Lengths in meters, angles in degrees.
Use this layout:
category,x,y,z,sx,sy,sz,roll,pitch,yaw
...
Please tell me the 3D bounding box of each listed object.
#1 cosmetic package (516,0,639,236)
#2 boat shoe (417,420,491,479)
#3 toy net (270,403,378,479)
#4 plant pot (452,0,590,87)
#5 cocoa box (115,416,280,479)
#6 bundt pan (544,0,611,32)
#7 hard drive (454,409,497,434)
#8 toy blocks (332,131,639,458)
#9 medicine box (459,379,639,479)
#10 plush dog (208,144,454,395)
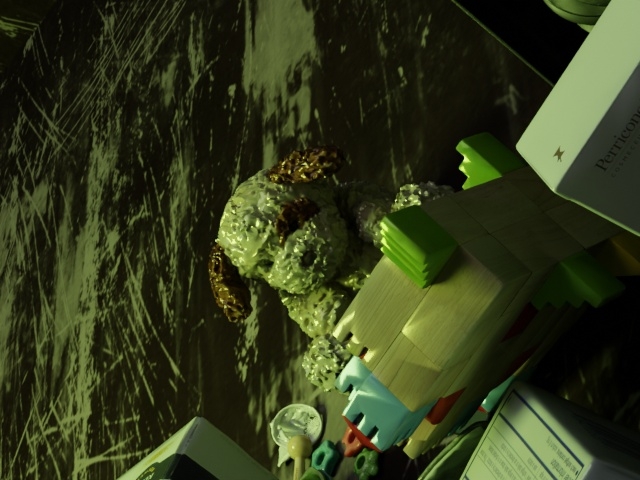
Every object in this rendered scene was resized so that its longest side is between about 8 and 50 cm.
category,x,y,z,sx,sy,sz,roll,pitch,yaw
cosmetic package,0.368,-0.150,1.423,0.377,0.284,0.097,-57,28,14
boat shoe,0.090,0.278,1.751,0.335,0.119,0.121,-53,29,23
toy net,-0.010,0.225,2.064,0.122,0.045,0.232,-60,27,11
plant pot,0.265,-0.273,1.849,0.187,0.188,0.167,-15,44,58
cocoa box,-0.173,0.392,1.949,0.347,0.231,0.228,-40,16,39
bundt pan,0.320,-0.239,1.581,0.331,0.331,0.124,-6,79,60
hard drive,0.145,0.145,1.873,0.135,0.022,0.094,7,74,63
toy blocks,0.124,0.070,1.647,0.191,0.381,0.261,43,120,18
medicine box,0.175,0.288,1.484,0.289,0.149,0.263,-64,10,5
plush dog,0.000,0.000,2.033,0.262,0.225,0.210,-57,27,16
